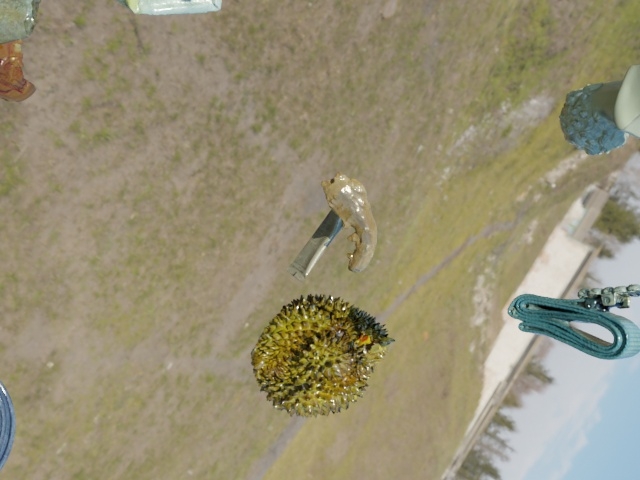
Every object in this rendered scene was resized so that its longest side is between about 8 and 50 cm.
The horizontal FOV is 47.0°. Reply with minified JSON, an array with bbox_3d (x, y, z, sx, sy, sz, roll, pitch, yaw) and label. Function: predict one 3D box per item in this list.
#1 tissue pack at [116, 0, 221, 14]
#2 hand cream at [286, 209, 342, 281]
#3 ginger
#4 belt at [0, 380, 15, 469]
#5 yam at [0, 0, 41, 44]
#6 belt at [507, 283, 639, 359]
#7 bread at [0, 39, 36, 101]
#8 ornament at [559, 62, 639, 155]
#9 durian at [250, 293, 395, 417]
[{"bbox_3d":[-0.264,-0.503,1.094,0.162,0.388,0.288,-6,114,-25],"label":"tissue pack"},{"bbox_3d":[0.000,0.000,1.352,0.037,0.057,0.165,39,85,-40],"label":"hand cream"},{"bbox_3d":[0.056,-0.031,1.227,0.051,0.069,0.174,-54,128,-78],"label":"ginger"},{"bbox_3d":[-0.407,0.211,0.768,0.082,0.141,0.190,-29,-165,23],"label":"belt"},{"bbox_3d":[-0.543,-0.330,1.097,0.106,0.259,0.106,-178,-90,-87],"label":"yam"},{"bbox_3d":[0.333,0.093,0.967,0.065,0.179,0.100,9,91,-44],"label":"belt"},{"bbox_3d":[-0.724,-0.386,1.659,0.125,0.086,0.156,-30,133,-34],"label":"bread"},{"bbox_3d":[0.466,-0.204,1.121,0.285,0.130,0.121,155,-68,-82],"label":"ornament"},{"bbox_3d":[0.001,0.245,1.571,0.293,0.258,0.258,-42,165,4],"label":"durian"}]
